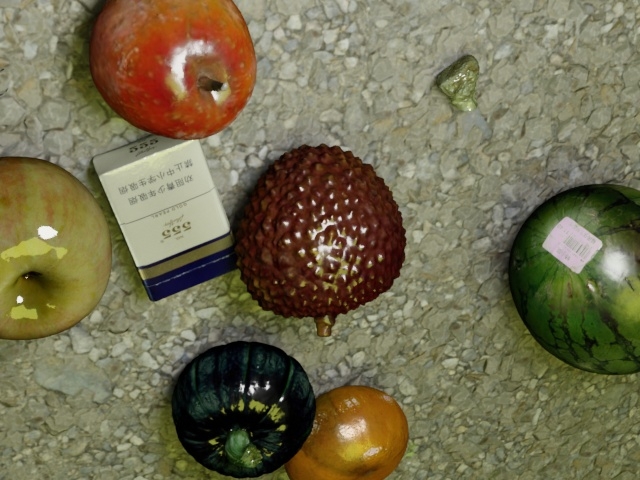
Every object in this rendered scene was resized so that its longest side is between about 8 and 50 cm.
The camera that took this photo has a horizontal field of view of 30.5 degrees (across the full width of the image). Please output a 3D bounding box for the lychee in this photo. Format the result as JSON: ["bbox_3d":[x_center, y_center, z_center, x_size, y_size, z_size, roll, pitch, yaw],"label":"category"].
[{"bbox_3d":[0.000,0.000,1.843,0.275,0.275,0.304,-1,93,-21],"label":"lychee"}]

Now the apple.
[{"bbox_3d":[-0.431,0.006,1.685,0.256,0.234,0.257,-12,126,-18],"label":"apple"}]

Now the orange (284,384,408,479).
[{"bbox_3d":[0.043,0.364,2.137,0.240,0.171,0.240,-23,150,-14],"label":"orange"}]

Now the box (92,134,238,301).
[{"bbox_3d":[-0.234,-0.041,1.836,0.168,0.071,0.259,-22,127,-8],"label":"box"}]

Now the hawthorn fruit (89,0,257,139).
[{"bbox_3d":[-0.201,-0.238,1.636,0.231,0.263,0.235,-20,157,17],"label":"hawthorn fruit"}]

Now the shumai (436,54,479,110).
[{"bbox_3d":[0.233,-0.246,1.891,0.082,0.083,0.080,-23,113,40],"label":"shumai"}]

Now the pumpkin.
[{"bbox_3d":[-0.132,0.303,1.982,0.248,0.248,0.248,-10,124,-16],"label":"pumpkin"}]

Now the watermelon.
[{"bbox_3d":[0.500,0.068,2.044,0.363,0.363,0.363,-10,124,-16],"label":"watermelon"}]
